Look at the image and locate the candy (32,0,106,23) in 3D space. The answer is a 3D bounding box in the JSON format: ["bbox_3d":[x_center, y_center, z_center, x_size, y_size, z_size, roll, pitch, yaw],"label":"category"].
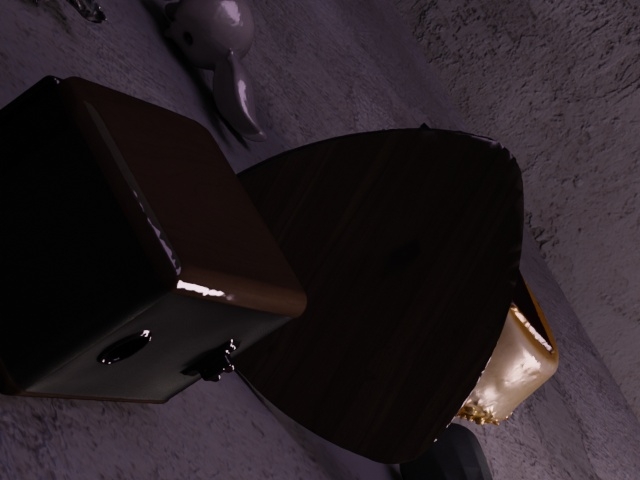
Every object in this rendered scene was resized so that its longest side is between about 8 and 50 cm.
[{"bbox_3d":[-0.279,-0.269,1.626,0.226,0.051,0.094,39,18,-50],"label":"candy"}]

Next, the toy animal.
[{"bbox_3d":[-0.124,-0.217,2.005,0.104,0.131,0.221,121,-33,-70],"label":"toy animal"}]

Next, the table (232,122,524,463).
[{"bbox_3d":[0.000,0.000,1.649,0.317,0.317,0.249,51,1,-18],"label":"table"}]

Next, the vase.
[{"bbox_3d":[0.146,0.273,1.701,0.086,0.086,0.214,47,10,-34],"label":"vase"}]

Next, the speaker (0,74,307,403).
[{"bbox_3d":[-0.144,0.009,1.221,0.192,0.153,0.231,61,14,16],"label":"speaker"}]

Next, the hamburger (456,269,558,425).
[{"bbox_3d":[0.152,0.077,2.058,0.302,0.170,0.302,55,14,-21],"label":"hamburger"}]
